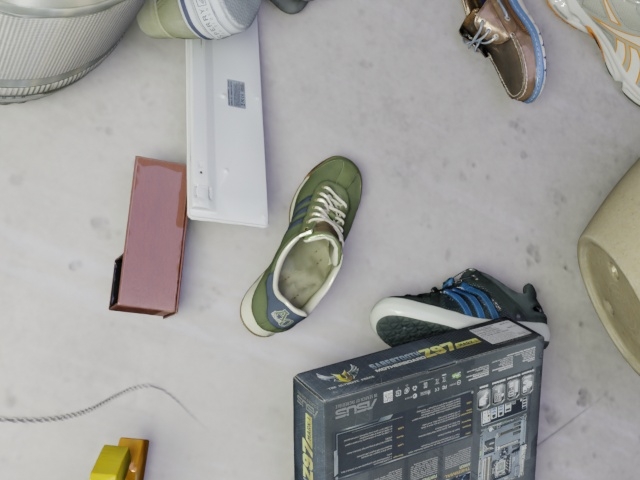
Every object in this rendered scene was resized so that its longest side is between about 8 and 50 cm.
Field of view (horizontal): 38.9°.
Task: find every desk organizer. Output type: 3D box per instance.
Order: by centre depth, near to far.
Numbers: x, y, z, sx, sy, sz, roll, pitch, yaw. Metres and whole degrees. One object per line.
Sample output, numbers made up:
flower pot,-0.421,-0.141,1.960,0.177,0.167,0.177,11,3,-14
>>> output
desk organizer,-0.144,-0.002,0.770,0.050,0.047,0.130,9,77,-22

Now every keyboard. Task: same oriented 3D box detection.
keyboard,-0.085,-0.131,0.808,0.072,0.014,0.256,10,63,-30

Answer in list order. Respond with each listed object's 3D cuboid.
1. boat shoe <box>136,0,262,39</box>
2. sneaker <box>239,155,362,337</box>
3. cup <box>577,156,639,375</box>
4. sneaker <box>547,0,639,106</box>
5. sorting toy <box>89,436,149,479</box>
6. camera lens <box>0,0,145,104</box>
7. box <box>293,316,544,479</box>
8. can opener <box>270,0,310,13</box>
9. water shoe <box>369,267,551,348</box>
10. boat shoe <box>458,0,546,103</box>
boat shoe,-0.087,-0.298,0.813,0.109,0.094,0.302,63,34,-46
sneaker,0.000,0.000,0.815,0.064,0.086,0.192,35,68,-16
cup,0.404,0.023,0.909,0.237,0.331,0.331,-25,93,-1
sneaker,0.372,-0.242,1.017,0.262,0.121,0.099,37,68,-16
sorting toy,-0.152,0.293,0.622,0.041,0.229,0.307,6,77,1
camera lens,-0.221,-0.229,0.644,0.219,0.274,0.219,5,79,-25
box,0.090,0.182,0.805,0.232,0.059,0.183,-12,111,-26
can opener,0.050,-0.327,0.904,0.093,0.074,0.280,43,66,-14
water shoe,0.132,0.068,0.888,0.203,0.073,0.080,12,55,-28
boat shoe,0.181,-0.228,0.961,0.066,0.066,0.183,-11,76,-22
